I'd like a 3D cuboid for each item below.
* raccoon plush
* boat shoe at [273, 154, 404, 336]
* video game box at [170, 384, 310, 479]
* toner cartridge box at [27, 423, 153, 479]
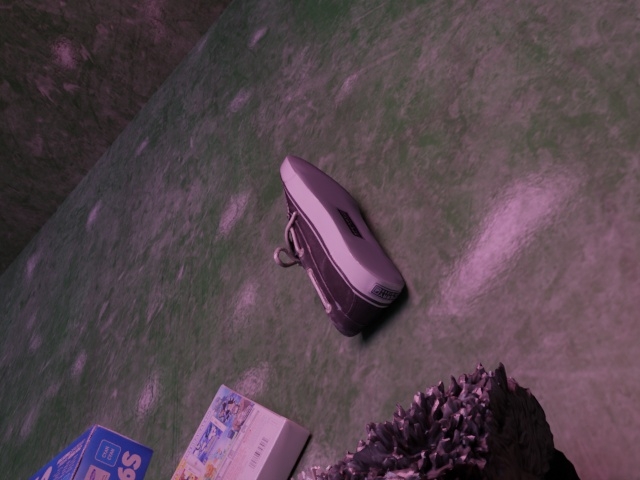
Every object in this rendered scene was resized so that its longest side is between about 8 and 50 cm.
[{"bbox_3d":[-0.007,0.206,0.544,0.299,0.446,0.216,-24,54,25],"label":"raccoon plush"},{"bbox_3d":[0.003,0.001,1.045,0.105,0.113,0.306,-53,43,19],"label":"boat shoe"},{"bbox_3d":[-0.117,0.294,0.990,0.187,0.048,0.205,10,68,58],"label":"video game box"},{"bbox_3d":[-0.317,0.345,0.941,0.348,0.075,0.165,-40,27,46],"label":"toner cartridge box"}]
